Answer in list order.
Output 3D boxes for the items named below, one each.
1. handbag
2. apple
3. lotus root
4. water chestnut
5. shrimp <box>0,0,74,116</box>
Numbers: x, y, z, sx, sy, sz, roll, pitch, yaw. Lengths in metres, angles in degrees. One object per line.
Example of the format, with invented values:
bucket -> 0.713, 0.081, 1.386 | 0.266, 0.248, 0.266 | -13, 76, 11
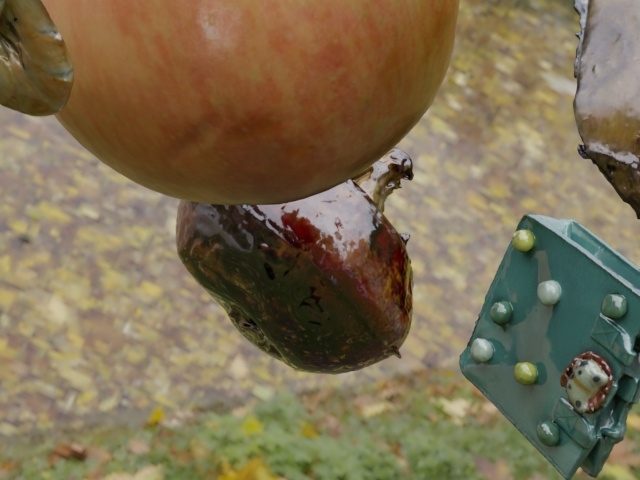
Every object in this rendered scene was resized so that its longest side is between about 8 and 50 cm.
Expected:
handbag -> 0.300, 0.122, 1.883 | 0.100, 0.269, 0.274 | 8, 26, -32
apple -> -0.071, -0.210, 1.265 | 0.346, 0.391, 0.391 | 60, 5, -37
lotus root -> 0.264, -0.157, 1.010 | 0.167, 0.078, 0.329 | 38, 54, -17
water chestnut -> 0.000, 0.000, 1.851 | 0.350, 0.302, 0.350 | 42, -7, 6
shrimp -> -0.192, -0.132, 0.792 | 0.045, 0.095, 0.162 | -42, 90, -22
